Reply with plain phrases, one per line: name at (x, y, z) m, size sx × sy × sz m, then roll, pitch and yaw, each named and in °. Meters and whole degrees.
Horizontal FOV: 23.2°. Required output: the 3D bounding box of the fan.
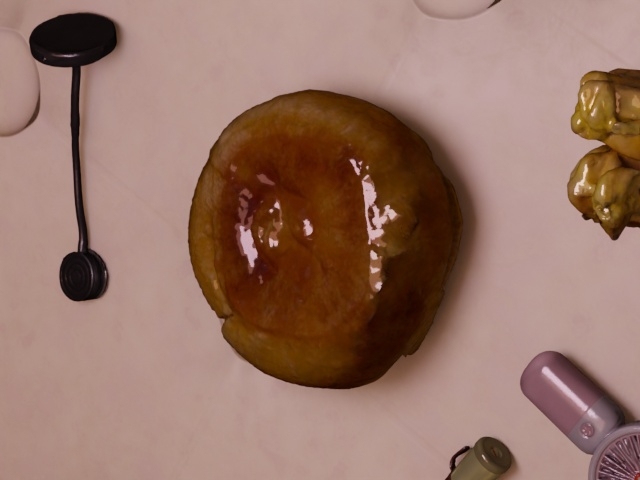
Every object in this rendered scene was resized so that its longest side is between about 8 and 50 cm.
fan at (0.308, 0.213, 1.643) m, size 0.244 × 0.074 × 0.130 m, roll 43°, pitch 119°, yaw 20°

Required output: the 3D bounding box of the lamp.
lamp at (-0.329, -0.100, 1.981) m, size 0.130 × 0.108 × 0.371 m, roll 23°, pitch 111°, yaw 32°

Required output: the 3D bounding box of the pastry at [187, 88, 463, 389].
pastry at (0.000, 0.000, 1.758) m, size 0.356 × 0.164 × 0.356 m, roll 8°, pitch 103°, yaw 38°

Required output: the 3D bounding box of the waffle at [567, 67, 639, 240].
waffle at (0.393, -0.068, 1.420) m, size 0.324 × 0.261 × 0.151 m, roll 17°, pitch 110°, yaw 27°

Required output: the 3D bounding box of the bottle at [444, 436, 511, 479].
bottle at (0.170, 0.266, 1.763) m, size 0.101 × 0.047 × 0.063 m, roll -52°, pitch 29°, yaw 33°
